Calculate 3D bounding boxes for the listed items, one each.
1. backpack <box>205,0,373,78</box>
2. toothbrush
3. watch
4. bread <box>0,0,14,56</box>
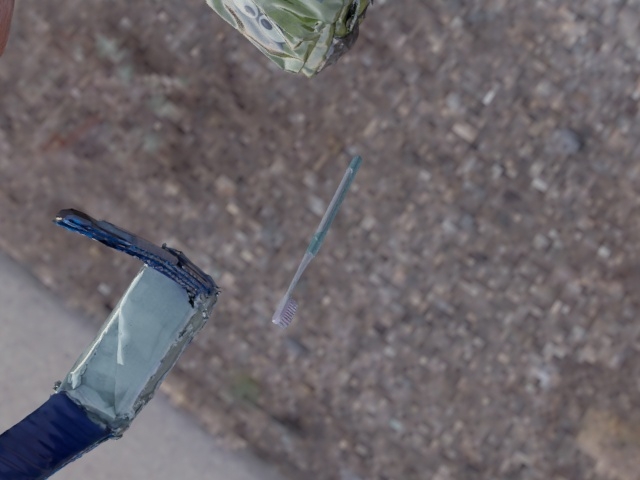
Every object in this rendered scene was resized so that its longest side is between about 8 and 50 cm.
[{"bbox_3d":[-0.025,-0.318,2.182,0.207,0.140,0.253,39,155,2],"label":"backpack"},{"bbox_3d":[0.000,0.000,1.502,0.014,0.167,0.011,40,151,-28],"label":"toothbrush"},{"bbox_3d":[-0.148,0.056,1.215,0.068,0.274,0.276,40,116,11],"label":"watch"},{"bbox_3d":[-0.369,-0.199,1.643,0.190,0.123,0.244,31,132,6],"label":"bread"}]
